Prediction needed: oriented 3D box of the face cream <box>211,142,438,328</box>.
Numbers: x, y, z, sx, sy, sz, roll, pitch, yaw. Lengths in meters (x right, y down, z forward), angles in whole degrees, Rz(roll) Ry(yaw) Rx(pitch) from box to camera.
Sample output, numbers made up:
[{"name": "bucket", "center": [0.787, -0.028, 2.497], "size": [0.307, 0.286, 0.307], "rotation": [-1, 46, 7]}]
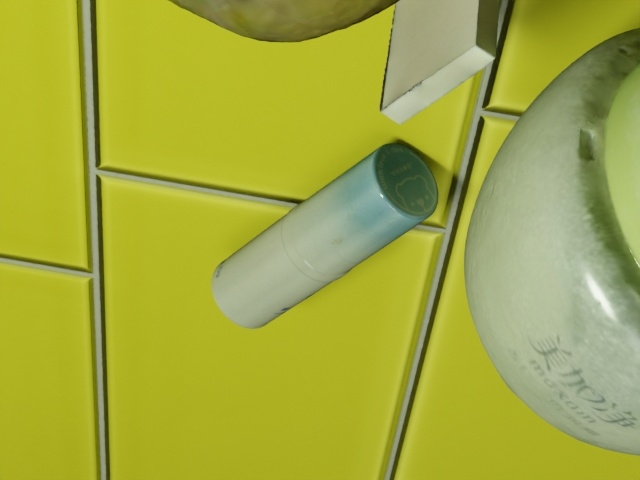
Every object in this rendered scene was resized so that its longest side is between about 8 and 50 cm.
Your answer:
[{"name": "face cream", "center": [0.000, 0.000, 1.483], "size": [0.077, 0.077, 0.250], "rotation": [30, 140, -23]}]

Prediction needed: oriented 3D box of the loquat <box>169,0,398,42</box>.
[{"name": "loquat", "center": [-0.013, -0.270, 0.977], "size": [0.276, 0.283, 0.276], "rotation": [11, 147, 7]}]

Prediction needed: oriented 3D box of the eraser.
[{"name": "eraser", "center": [0.090, -0.167, 1.187], "size": [0.023, 0.150, 0.104], "rotation": [30, 139, -27]}]

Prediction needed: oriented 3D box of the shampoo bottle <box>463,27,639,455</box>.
[{"name": "shampoo bottle", "center": [0.277, 0.002, 1.223], "size": [0.322, 0.322, 0.317], "rotation": [24, 150, -17]}]
